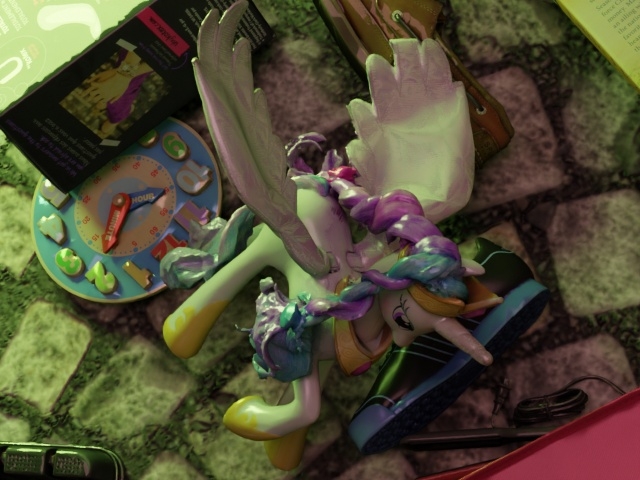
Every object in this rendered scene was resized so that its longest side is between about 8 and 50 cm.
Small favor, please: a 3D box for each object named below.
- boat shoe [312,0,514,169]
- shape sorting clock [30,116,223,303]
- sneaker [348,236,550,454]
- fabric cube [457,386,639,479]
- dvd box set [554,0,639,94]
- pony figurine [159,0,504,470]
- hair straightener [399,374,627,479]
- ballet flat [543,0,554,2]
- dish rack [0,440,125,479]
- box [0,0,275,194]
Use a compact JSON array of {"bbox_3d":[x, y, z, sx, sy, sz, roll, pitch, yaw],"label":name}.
[{"bbox_3d":[0.077,-0.196,1.643,0.104,0.111,0.307,-32,79,2],"label":"boat shoe"},{"bbox_3d":[-0.197,-0.036,1.687,0.206,0.040,0.206,-4,72,12],"label":"shape sorting clock"},{"bbox_3d":[0.102,0.096,1.556,0.232,0.081,0.090,-41,64,-9],"label":"sneaker"},{"bbox_3d":[0.254,0.281,1.350,0.254,0.258,0.259,-27,72,4],"label":"fabric cube"},{"bbox_3d":[0.394,-0.223,1.455,0.308,0.062,0.420,-41,65,6],"label":"dvd box set"},{"bbox_3d":[0.000,0.000,1.472,0.363,0.303,0.351,-38,63,46],"label":"pony figurine"},{"bbox_3d":[0.182,0.164,1.526,0.230,0.047,0.089,-14,70,9],"label":"hair straightener"},{"bbox_3d":[0.258,-0.272,1.633,0.280,0.095,0.096,11,85,27],"label":"ballet flat"},{"bbox_3d":[-0.306,0.320,1.585,0.208,0.074,0.271,1,74,15],"label":"dish rack"},{"bbox_3d":[-0.211,-0.206,1.674,0.270,0.143,0.165,-36,52,1],"label":"box"}]
